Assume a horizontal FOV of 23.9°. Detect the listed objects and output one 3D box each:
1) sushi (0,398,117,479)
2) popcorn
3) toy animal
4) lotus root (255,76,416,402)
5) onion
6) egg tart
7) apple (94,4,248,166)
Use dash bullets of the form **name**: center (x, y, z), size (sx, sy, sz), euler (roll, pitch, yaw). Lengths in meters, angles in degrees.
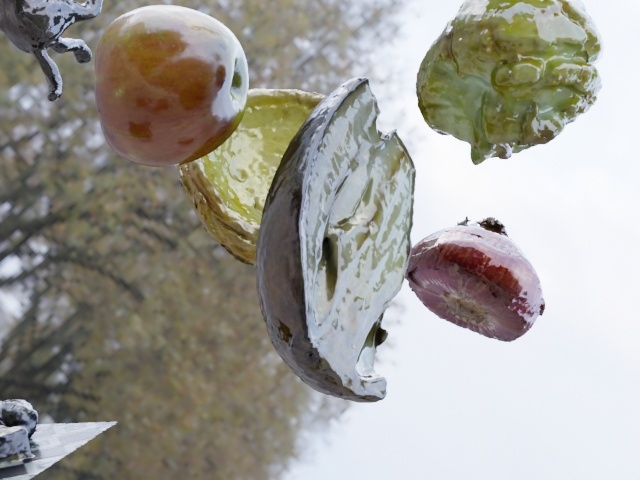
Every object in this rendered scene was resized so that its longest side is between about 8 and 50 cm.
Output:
- **sushi**: center (-0.371, 0.207, 1.631), size (0.219, 0.231, 0.047), euler (-29, 113, -70)
- **popcorn**: center (0.212, -0.189, 1.674), size (0.183, 0.204, 0.221), euler (59, -27, 2)
- **toy animal**: center (-0.280, -0.246, 1.443), size (0.084, 0.148, 0.232), euler (-14, -82, 41)
- **lotus root**: center (-0.003, 0.002, 1.516), size (0.142, 0.314, 0.210), euler (-13, -46, 35)
- **onion**: center (0.240, 0.045, 2.268), size (0.230, 0.163, 0.230), euler (21, -25, 10)
- **egg tart**: center (-0.046, -0.065, 1.957), size (0.294, 0.294, 0.123), euler (41, -31, 23)
- **apple**: center (-0.177, -0.185, 1.796), size (0.196, 0.196, 0.196), euler (42, -18, 17)
